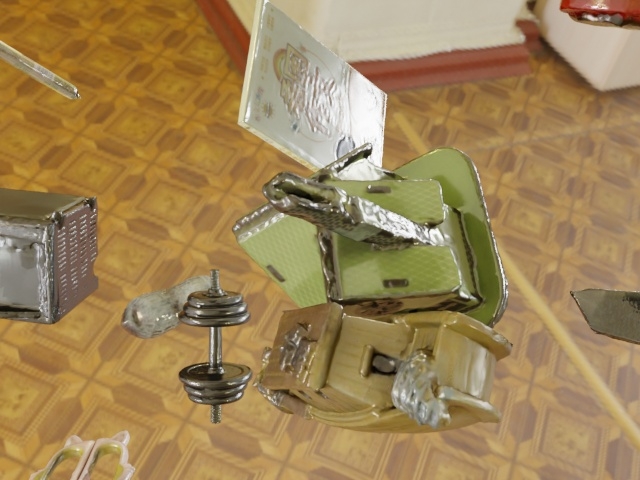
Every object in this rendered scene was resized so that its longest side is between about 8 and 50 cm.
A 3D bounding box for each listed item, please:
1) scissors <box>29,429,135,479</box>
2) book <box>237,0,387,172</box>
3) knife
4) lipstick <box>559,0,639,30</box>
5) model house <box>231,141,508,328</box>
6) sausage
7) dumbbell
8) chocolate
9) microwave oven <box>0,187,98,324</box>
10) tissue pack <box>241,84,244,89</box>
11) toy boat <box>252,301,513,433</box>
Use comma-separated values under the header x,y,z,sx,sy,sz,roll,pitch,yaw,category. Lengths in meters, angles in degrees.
x,y,z,sx,sy,sz,roll,pitch,yaw,category
-0.354,0.371,1.145,0.160,0.024,0.317,-6,24,5,scissors
0.000,-0.195,1.206,0.295,0.020,0.208,28,58,-43,book
0.334,0.082,0.720,0.230,0.028,0.060,16,81,14,knife
0.214,-0.261,0.531,0.080,0.241,0.080,7,15,-2,lipstick
0.000,0.000,0.754,0.278,0.218,0.205,15,55,-46,model house
-0.597,-0.355,1.662,0.269,0.033,0.033,31,28,-44,sausage
-0.140,0.142,1.092,0.099,0.208,0.099,0,6,0,dumbbell
-0.233,0.105,1.287,0.167,0.072,0.072,-22,54,-15,chocolate
-0.494,0.016,1.289,0.247,0.178,0.188,6,15,8,microwave oven
-0.069,-0.280,1.445,0.079,0.111,0.085,-34,86,-41,tissue pack
0.019,0.102,0.649,0.121,0.321,0.089,21,73,-22,toy boat
